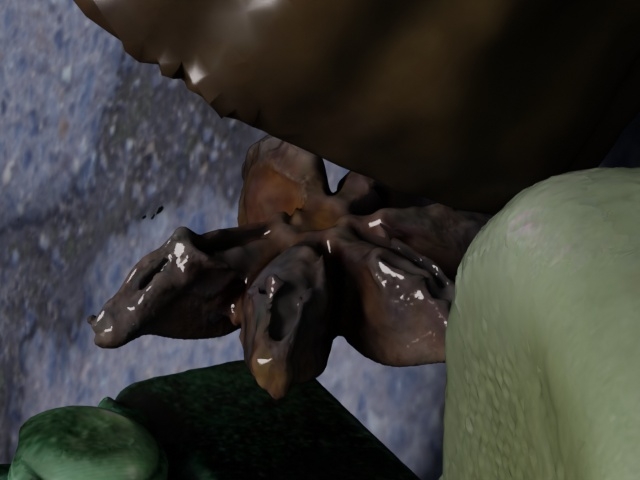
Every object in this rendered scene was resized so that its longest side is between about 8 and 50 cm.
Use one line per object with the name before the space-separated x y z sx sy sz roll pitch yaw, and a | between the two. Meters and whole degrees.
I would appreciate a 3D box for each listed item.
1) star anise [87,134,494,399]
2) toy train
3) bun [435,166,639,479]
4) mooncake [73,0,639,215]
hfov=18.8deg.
star anise | 0.015 0.005 0.846 0.171 0.208 0.063 14 119 15
toy train | -0.061 0.201 0.808 0.167 0.238 0.299 41 133 46
bun | 0.148 0.114 0.644 0.293 0.187 0.293 174 90 -79
mooncake | 0.026 -0.173 0.771 0.187 0.324 0.324 -49 47 23
